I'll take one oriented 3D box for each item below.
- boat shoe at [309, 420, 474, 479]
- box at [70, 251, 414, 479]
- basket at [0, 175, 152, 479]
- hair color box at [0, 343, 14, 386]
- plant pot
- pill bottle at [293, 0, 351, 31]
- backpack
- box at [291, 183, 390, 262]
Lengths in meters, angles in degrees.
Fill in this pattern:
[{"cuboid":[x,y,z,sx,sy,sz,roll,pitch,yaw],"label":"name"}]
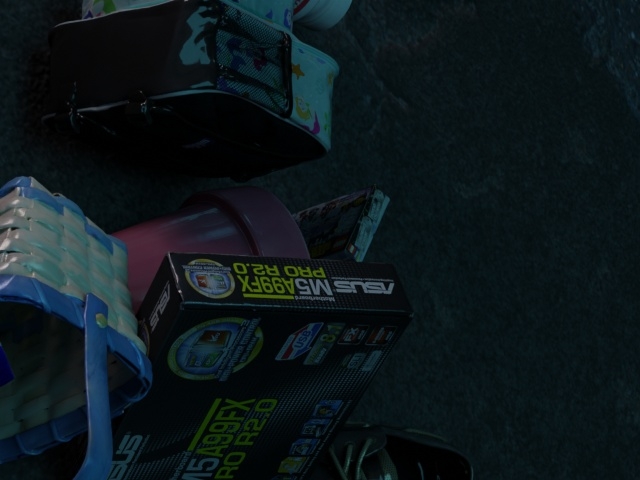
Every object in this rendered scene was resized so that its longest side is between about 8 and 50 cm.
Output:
[{"cuboid":[0.019,0.228,1.796,0.355,0.130,0.132,-1,79,-49],"label":"boat shoe"},{"cuboid":[-0.072,0.123,1.561,0.216,0.270,0.060,4,46,-29],"label":"box"},{"cuboid":[-0.264,0.117,1.428,0.201,0.255,0.289,36,36,-43],"label":"basket"},{"cuboid":[-0.382,-0.006,1.285,0.185,0.110,0.339,-30,77,-13],"label":"hair color box"},{"cuboid":[-0.129,0.057,1.650,0.180,0.201,0.201,-8,84,-34],"label":"plant pot"},{"cuboid":[-0.052,-0.287,1.894,0.180,0.108,0.108,22,62,-43],"label":"pill bottle"},{"cuboid":[-0.109,-0.152,1.701,0.253,0.225,0.191,25,65,-46],"label":"backpack"},{"cuboid":[0.000,0.000,1.841,0.027,0.137,0.094,45,48,-25],"label":"box"}]
